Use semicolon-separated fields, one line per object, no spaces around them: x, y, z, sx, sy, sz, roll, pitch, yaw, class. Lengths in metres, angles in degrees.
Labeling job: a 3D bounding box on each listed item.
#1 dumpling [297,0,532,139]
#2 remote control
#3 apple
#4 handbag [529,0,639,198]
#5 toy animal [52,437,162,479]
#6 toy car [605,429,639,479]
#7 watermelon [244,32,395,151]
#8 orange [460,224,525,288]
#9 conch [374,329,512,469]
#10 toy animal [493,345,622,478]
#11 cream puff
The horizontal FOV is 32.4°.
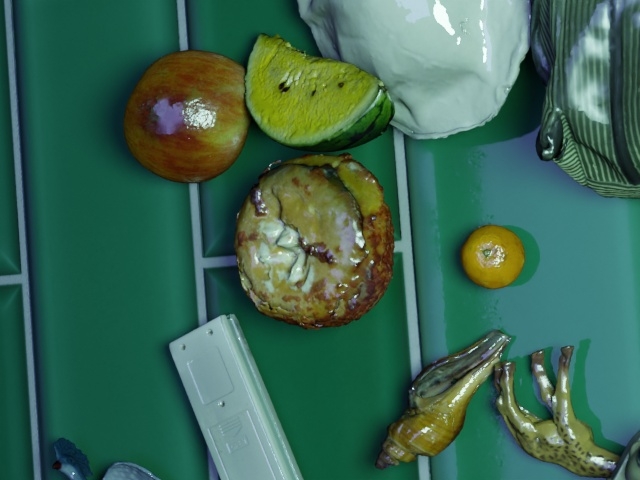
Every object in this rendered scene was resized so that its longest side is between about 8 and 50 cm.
0.101;-0.272;1.410;0.341;0.181;0.260;18;114;10;dumpling
-0.119;0.252;1.578;0.103;0.055;0.277;-29;77;23;remote control
-0.185;-0.175;1.568;0.173;0.160;0.195;20;106;3;apple
0.366;-0.218;1.240;0.247;0.240;0.341;3;93;27;handbag
-0.317;0.413;1.665;0.239;0.176;0.255;-38;109;24;toy animal
0.457;0.378;1.179;0.336;0.226;0.242;26;101;6;toy car
-0.008;-0.187;1.458;0.301;0.123;0.129;30;122;49;watermelon
0.219;0.021;1.399;0.083;0.083;0.084;0;90;26;orange
0.156;0.210;1.437;0.086;0.080;0.233;31;79;10;conch
0.325;0.241;1.359;0.275;0.054;0.149;48;112;17;toy animal
-0.001;0.000;1.461;0.240;0.164;0.240;4;96;42;cream puff
